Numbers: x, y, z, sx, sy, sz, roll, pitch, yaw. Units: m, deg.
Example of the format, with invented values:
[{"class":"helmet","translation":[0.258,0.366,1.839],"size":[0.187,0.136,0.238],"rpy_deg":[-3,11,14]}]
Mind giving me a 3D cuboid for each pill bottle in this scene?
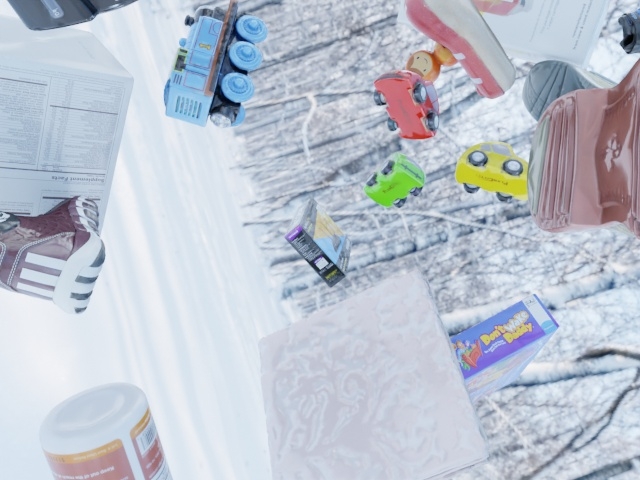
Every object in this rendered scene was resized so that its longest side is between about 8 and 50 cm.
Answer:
[{"class":"pill bottle","translation":[-0.235,0.286,0.758],"size":[0.121,0.121,0.216],"rpy_deg":[-118,-164,-71]}]

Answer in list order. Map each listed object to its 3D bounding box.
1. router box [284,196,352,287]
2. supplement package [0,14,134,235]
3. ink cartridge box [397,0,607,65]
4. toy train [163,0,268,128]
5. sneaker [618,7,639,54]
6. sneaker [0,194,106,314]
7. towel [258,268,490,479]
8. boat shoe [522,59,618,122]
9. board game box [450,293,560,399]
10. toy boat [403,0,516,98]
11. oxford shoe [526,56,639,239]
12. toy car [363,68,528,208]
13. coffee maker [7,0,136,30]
[{"class":"router box","translation":[0.000,0.000,1.276],"size":[0.133,0.046,0.179],"rpy_deg":[48,18,-12]},{"class":"supplement package","translation":[-0.405,-0.148,0.895],"size":[0.199,0.198,0.263],"rpy_deg":[45,-56,43]},{"class":"ink cartridge box","translation":[0.389,-0.480,1.375],"size":[0.279,0.384,0.161],"rpy_deg":[-23,131,-65]},{"class":"toy train","translation":[-0.130,-0.224,0.820],"size":[0.080,0.105,0.184],"rpy_deg":[128,-26,-59]},{"class":"sneaker","translation":[0.537,-0.375,1.065],"size":[0.058,0.084,0.152],"rpy_deg":[-94,179,-45]},{"class":"sneaker","translation":[-0.340,-0.012,0.728],"size":[0.281,0.162,0.107],"rpy_deg":[25,-84,62]},{"class":"towel","translation":[0.057,0.230,0.965],"size":[0.053,0.316,0.332],"rpy_deg":[50,20,-43]},{"class":"boat shoe","translation":[0.487,-0.235,1.157],"size":[0.320,0.103,0.118],"rpy_deg":[44,-59,52]},{"class":"board game box","translation":[0.320,0.255,1.323],"size":[0.078,0.233,0.347],"rpy_deg":[59,-12,25]},{"class":"toy boat","translation":[0.206,-0.311,1.070],"size":[0.231,0.151,0.151],"rpy_deg":[37,30,-39]},{"class":"oxford shoe","translation":[0.259,-0.053,0.398],"size":[0.397,0.146,0.141],"rpy_deg":[-102,-165,-82]},{"class":"toy car","translation":[0.131,-0.108,0.840],"size":[0.239,0.053,0.225],"rpy_deg":[34,-30,-13]},{"class":"coffee maker","translation":[-0.205,-0.244,0.429],"size":[0.171,0.120,0.178],"rpy_deg":[20,-26,31]}]
